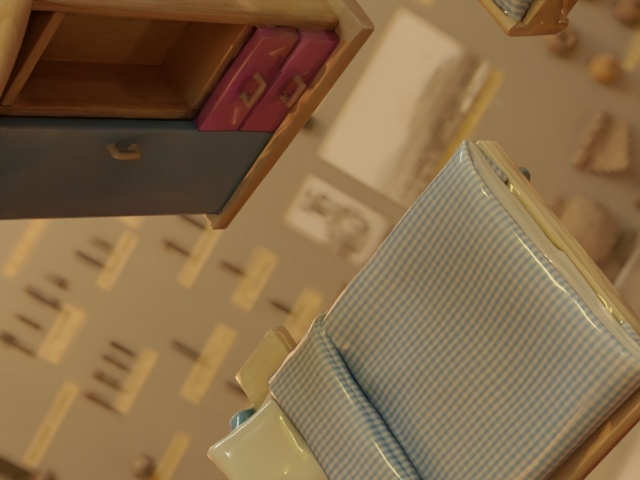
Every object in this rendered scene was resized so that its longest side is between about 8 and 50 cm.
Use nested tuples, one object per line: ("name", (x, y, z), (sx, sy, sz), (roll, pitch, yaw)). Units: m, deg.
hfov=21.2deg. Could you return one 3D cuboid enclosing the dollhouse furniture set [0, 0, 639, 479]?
("dollhouse furniture set", (0.000, 0.000, 0.660), (0.286, 0.198, 0.303), (-52, 59, 33))
